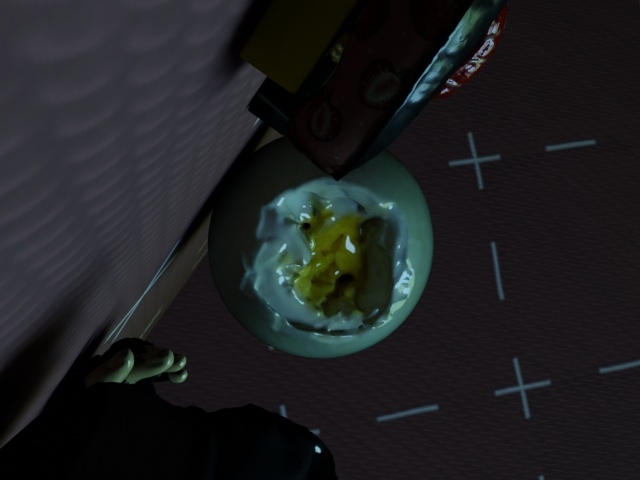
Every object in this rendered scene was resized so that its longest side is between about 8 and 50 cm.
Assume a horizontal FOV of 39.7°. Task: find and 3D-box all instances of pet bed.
[{"bbox_3d":[0.052,-0.112,0.442,0.201,0.053,0.201,-54,-177,5],"label":"pet bed"}]

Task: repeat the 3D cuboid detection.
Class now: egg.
[{"bbox_3d":[0.000,0.000,1.107,0.278,0.278,0.336,-54,-172,6],"label":"egg"}]

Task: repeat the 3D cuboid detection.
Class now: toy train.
[{"bbox_3d":[0.022,-0.174,0.673,0.209,0.044,0.042,-53,-176,14],"label":"toy train"}]

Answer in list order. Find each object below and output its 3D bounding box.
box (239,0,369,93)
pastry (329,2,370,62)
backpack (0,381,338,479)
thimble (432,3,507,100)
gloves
[{"bbox_3d":[0.055,-0.198,0.475,0.153,0.041,0.279,-51,-174,40],"label":"box"},{"bbox_3d":[0.061,-0.161,0.597,0.140,0.056,0.080,-5,-155,38],"label":"pastry"},{"bbox_3d":[-0.151,0.266,0.446,0.445,0.255,0.363,-60,-167,-28],"label":"backpack"},{"bbox_3d":[0.118,-0.246,0.976,0.189,0.163,0.125,-60,179,24],"label":"thimble"},{"bbox_3d":[-0.184,0.152,0.822,0.203,0.124,0.164,94,-10,-47],"label":"gloves"}]
